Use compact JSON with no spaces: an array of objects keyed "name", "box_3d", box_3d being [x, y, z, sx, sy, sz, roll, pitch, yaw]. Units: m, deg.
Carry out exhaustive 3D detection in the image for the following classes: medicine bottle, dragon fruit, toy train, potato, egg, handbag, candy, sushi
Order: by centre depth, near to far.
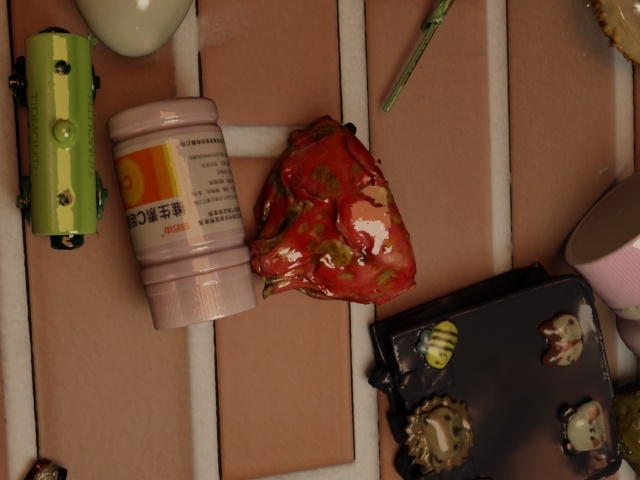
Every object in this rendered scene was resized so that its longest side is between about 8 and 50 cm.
[{"name":"toy train","box_3d":[-0.284,-0.114,0.901,0.105,0.157,0.253,-2,93,-21]},{"name":"egg","box_3d":[-0.209,-0.312,0.918,0.151,0.151,0.209,-3,98,-20]},{"name":"medicine bottle","box_3d":[-0.158,-0.031,0.951,0.133,0.133,0.249,-13,92,-19]},{"name":"sushi","box_3d":[-0.335,0.303,0.978,0.046,0.044,0.083,18,85,2]},{"name":"dragon fruit","box_3d":[0.000,0.000,1.027,0.212,0.134,0.262,-29,104,-6]},{"name":"candy","box_3d":[0.160,-0.295,1.097,0.084,0.078,0.287,27,87,11]},{"name":"handbag","box_3d":[0.242,0.218,1.133,0.330,0.122,0.303,-17,99,-17]},{"name":"medicine bottle","box_3d":[0.532,0.068,1.155,0.325,0.256,0.256,45,79,-7]},{"name":"potato","box_3d":[0.515,0.309,1.220,0.251,0.149,0.113,41,71,-12]}]

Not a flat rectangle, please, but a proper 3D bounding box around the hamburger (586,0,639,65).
[{"name":"hamburger","box_3d":[0.517,-0.379,1.137,0.291,0.225,0.290,-1,91,-27]}]
